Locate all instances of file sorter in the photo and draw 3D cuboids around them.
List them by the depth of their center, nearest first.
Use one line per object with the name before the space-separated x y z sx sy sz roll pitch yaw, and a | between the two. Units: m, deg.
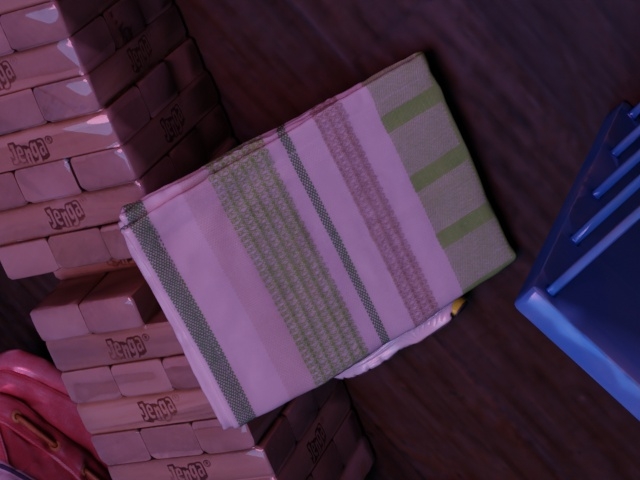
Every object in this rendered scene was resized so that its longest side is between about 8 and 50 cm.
file sorter | 0.165 -0.006 0.643 0.118 0.170 0.104 42 124 -4

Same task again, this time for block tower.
block tower | -0.080 0.007 0.806 0.097 0.091 0.335 -10 113 27

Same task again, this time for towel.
towel | 0.000 0.000 0.754 0.152 0.023 0.113 -30 113 -11

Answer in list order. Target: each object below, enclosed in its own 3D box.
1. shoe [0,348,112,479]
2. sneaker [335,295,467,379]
shoe | -0.116 0.127 0.911 0.063 0.081 0.178 -6 146 39
sneaker | 0.030 0.035 0.815 0.083 0.031 0.035 -32 89 30
